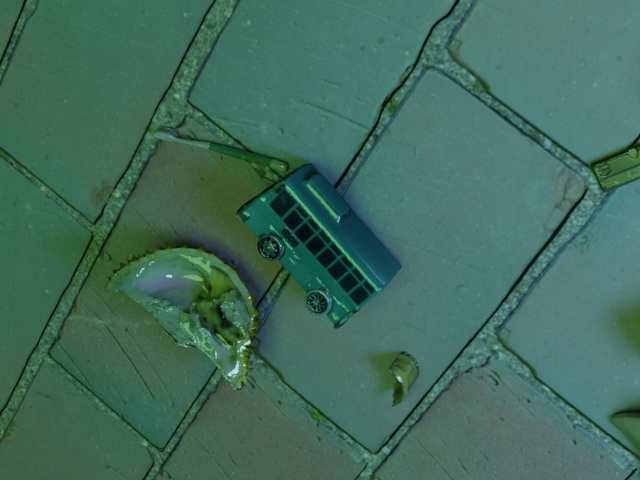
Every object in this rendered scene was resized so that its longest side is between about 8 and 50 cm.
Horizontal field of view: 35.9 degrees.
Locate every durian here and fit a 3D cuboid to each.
[{"bbox_3d":[-0.214,0.122,1.747,0.306,0.166,0.172,46,118,3],"label":"durian"}]

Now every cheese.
[{"bbox_3d":[0.141,0.242,1.689,0.041,0.060,0.084,14,120,19],"label":"cheese"}]

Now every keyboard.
[{"bbox_3d":[0.461,-0.114,1.436,0.129,0.015,0.049,-24,102,29],"label":"keyboard"}]

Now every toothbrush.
[{"bbox_3d":[-0.173,-0.158,1.711,0.257,0.024,0.018,17,135,18],"label":"toothbrush"}]

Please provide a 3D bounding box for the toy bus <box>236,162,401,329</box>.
[{"bbox_3d":[0.000,0.000,1.627,0.147,0.128,0.256,-40,91,29],"label":"toy bus"}]

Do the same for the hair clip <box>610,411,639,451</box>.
[{"bbox_3d":[0.590,0.317,1.472,0.282,0.113,0.173,-26,96,31],"label":"hair clip"}]
